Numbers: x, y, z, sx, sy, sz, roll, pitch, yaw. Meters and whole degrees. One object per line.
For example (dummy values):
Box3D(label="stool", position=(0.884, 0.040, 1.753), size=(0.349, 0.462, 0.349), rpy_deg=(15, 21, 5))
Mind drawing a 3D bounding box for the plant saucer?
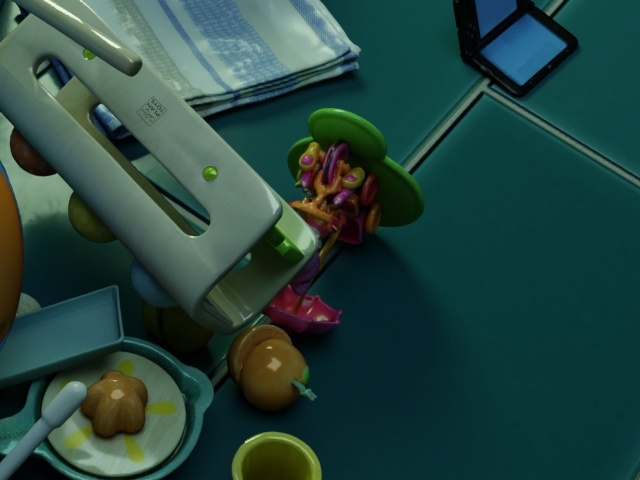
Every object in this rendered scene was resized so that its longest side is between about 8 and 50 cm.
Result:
Box3D(label="plant saucer", position=(-0.242, 0.089, 1.110), size=(0.192, 0.018, 0.067), rpy_deg=(-17, 40, 1))

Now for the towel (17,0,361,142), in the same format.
Box3D(label="towel", position=(-0.127, -0.207, 1.412), size=(0.285, 0.034, 0.209), rpy_deg=(-20, 60, -26))

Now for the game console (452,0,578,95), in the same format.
Box3D(label="game console", position=(0.203, -0.227, 1.483), size=(0.071, 0.107, 0.122), rpy_deg=(17, 44, 37))

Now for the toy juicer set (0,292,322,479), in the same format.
Box3D(label="toy juicer set", position=(-0.157, 0.105, 1.131), size=(0.329, 0.089, 0.209), rpy_deg=(10, 52, -5))

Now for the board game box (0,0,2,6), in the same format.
Box3D(label="board game box", position=(-0.337, -0.232, 1.239), size=(0.079, 0.253, 0.336), rpy_deg=(10, 52, -4))

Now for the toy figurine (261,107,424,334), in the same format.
Box3D(label="toy figurine", position=(0.000, 0.000, 1.218), size=(0.130, 0.173, 0.159), rpy_deg=(17, 63, 15))

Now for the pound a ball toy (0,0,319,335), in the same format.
Box3D(label="pound a ball toy", position=(-0.170, -0.079, 1.112), size=(0.136, 0.208, 0.319), rpy_deg=(-46, 71, 0))

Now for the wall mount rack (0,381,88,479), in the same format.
Box3D(label="wall mount rack", position=(-0.223, 0.273, 0.962), size=(0.304, 0.130, 0.350), rpy_deg=(-32, 67, -31))

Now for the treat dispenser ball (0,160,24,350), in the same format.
Box3D(label="treat dispenser ball", position=(-0.351, 0.011, 1.002), size=(0.288, 0.288, 0.288), rpy_deg=(7, 52, -8))
